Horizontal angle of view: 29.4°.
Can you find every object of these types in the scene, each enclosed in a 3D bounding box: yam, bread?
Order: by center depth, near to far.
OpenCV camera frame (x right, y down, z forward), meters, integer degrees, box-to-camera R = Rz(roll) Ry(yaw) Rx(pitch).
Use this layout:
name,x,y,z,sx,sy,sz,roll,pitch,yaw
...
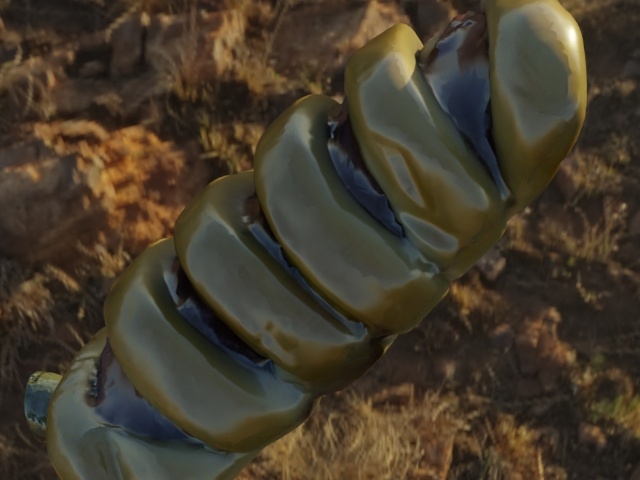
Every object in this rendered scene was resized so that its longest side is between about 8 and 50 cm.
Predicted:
name,x,y,z,sx,sy,sz,roll,pitch,yaw
bread,0.000,0.000,0.422,0.081,0.134,0.225,46,105,0
yam,-0.203,0.162,1.104,0.146,0.070,0.070,11,58,21
